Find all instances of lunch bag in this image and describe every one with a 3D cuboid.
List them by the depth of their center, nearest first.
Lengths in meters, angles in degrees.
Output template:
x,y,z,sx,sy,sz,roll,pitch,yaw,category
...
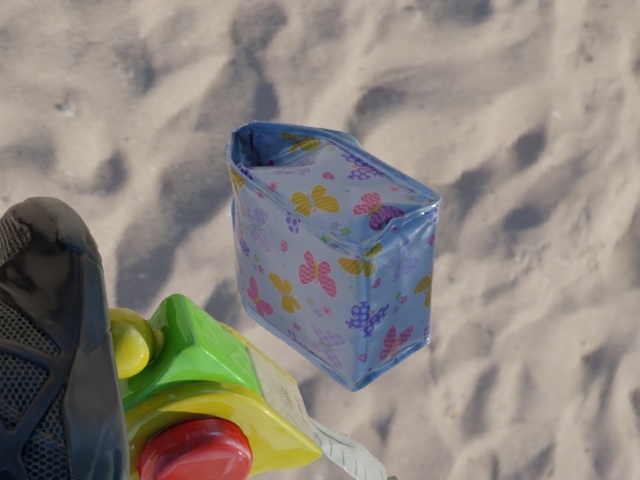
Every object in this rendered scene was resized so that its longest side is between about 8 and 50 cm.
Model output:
x,y,z,sx,sy,sz,roll,pitch,yaw,category
0.000,0.000,0.491,0.053,0.083,0.071,-33,138,-34,lunch bag

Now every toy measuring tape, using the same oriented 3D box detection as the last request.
x,y,z,sx,sy,sz,roll,pitch,yaw,category
-0.059,0.137,0.885,0.121,0.121,0.330,-55,138,-9,toy measuring tape

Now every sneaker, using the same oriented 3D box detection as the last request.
x,y,z,sx,sy,sz,roll,pitch,yaw,category
-0.174,0.055,0.693,0.130,0.227,0.087,4,133,-20,sneaker
